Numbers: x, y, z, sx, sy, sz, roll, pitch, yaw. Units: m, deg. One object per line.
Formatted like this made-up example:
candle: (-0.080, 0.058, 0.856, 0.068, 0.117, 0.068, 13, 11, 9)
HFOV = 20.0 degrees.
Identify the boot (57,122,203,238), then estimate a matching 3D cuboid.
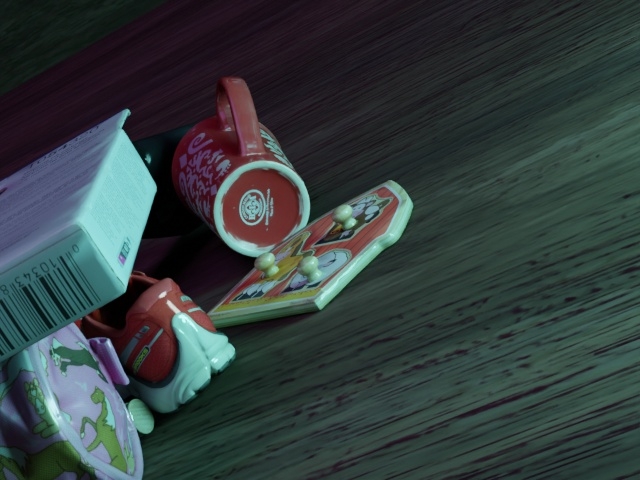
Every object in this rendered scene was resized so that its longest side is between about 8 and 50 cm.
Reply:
boot: (-0.202, 0.000, 1.833, 0.207, 0.094, 0.247, -10, -54, -53)

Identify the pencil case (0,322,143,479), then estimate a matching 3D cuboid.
pencil case: (-0.316, 0.204, 1.363, 0.386, 0.160, 0.167, -31, 51, 10)

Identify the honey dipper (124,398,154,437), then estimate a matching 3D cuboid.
honey dipper: (-0.203, 0.172, 1.463, 0.160, 0.030, 0.030, -29, 16, 27)

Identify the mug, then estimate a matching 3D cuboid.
mug: (-0.082, -0.063, 1.710, 0.113, 0.150, 0.169, -33, 20, -3)

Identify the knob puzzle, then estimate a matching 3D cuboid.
knob puzzle: (0.000, 0.000, 1.566, 0.213, 0.030, 0.213, -31, 15, 10)

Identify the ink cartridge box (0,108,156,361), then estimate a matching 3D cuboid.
ink cartridge box: (-0.278, 0.040, 1.367, 0.324, 0.071, 0.330, -30, 14, 10)

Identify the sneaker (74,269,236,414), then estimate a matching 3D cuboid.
sneaker: (-0.163, 0.065, 1.529, 0.107, 0.118, 0.279, -40, 17, -24)
